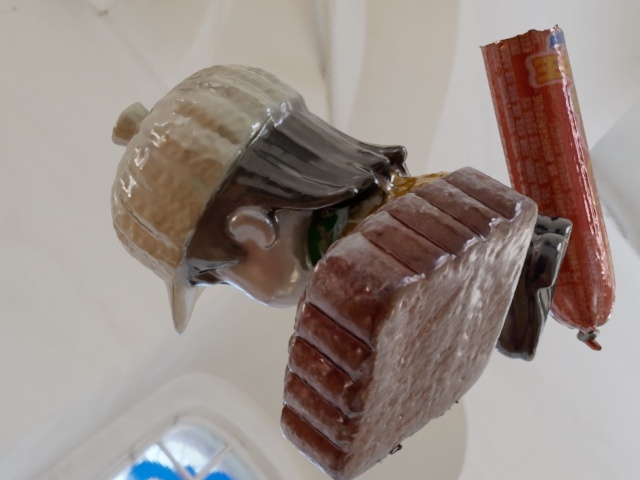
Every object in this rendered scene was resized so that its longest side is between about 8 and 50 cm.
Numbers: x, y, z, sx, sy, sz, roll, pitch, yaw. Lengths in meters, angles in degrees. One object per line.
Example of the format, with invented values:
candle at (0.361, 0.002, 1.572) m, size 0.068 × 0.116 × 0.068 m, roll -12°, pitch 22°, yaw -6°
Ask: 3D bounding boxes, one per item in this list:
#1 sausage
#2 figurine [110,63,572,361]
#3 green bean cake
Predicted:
sausage at (0.196, -0.039, 0.889) m, size 0.074 × 0.074 × 0.274 m, roll -11°, pitch -89°, yaw 34°
figurine at (0.010, -0.028, 0.765) m, size 0.332 × 0.185 × 0.204 m, roll 0°, pitch -80°, yaw 18°
green bean cake at (0.042, 0.039, 0.530) m, size 0.056 × 0.136 × 0.135 m, roll 33°, pitch -47°, yaw 29°
